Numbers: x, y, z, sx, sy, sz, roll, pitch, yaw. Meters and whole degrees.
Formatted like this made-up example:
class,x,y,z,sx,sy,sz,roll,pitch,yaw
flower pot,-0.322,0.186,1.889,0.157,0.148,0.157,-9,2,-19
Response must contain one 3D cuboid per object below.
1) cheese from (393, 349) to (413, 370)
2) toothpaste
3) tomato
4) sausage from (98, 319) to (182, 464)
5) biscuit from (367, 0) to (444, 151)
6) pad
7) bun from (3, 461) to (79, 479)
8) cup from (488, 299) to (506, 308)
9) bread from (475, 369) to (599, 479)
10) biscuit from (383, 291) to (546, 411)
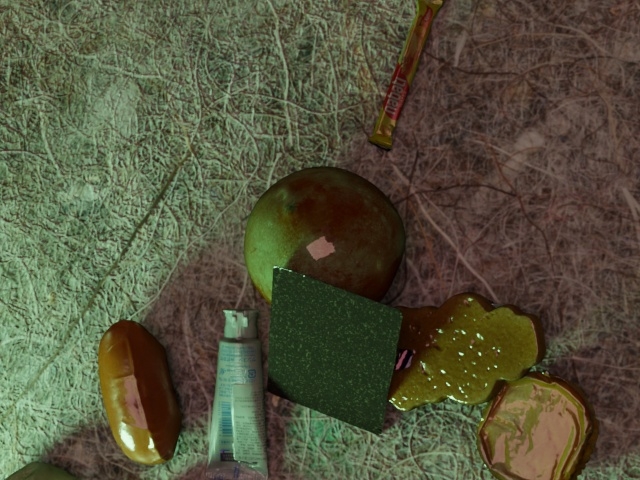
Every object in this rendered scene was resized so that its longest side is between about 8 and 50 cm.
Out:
class,x,y,z,sx,sy,sz,roll,pitch,yaw
cheese,0.070,0.168,1.815,0.244,0.062,0.155,25,85,14
toothpaste,-0.142,0.269,1.847,0.114,0.073,0.299,1,89,12
tomato,0.000,0.000,1.751,0.270,0.222,0.270,-14,50,17
sausage,-0.319,0.266,1.850,0.133,0.133,0.258,-17,79,9
biscuit,0.151,-0.301,1.888,0.048,0.026,0.291,20,86,-5
pad,0.016,0.186,1.724,0.220,0.330,0.004,20,47,13
bun,-0.503,0.508,1.851,0.231,0.133,0.231,-1,83,11
cup,0.247,0.162,1.761,0.128,0.095,0.129,0,83,13
bread,0.352,0.312,1.713,0.199,0.104,0.199,-3,77,14
biscuit,0.220,0.178,1.699,0.295,0.044,0.185,-8,86,33
